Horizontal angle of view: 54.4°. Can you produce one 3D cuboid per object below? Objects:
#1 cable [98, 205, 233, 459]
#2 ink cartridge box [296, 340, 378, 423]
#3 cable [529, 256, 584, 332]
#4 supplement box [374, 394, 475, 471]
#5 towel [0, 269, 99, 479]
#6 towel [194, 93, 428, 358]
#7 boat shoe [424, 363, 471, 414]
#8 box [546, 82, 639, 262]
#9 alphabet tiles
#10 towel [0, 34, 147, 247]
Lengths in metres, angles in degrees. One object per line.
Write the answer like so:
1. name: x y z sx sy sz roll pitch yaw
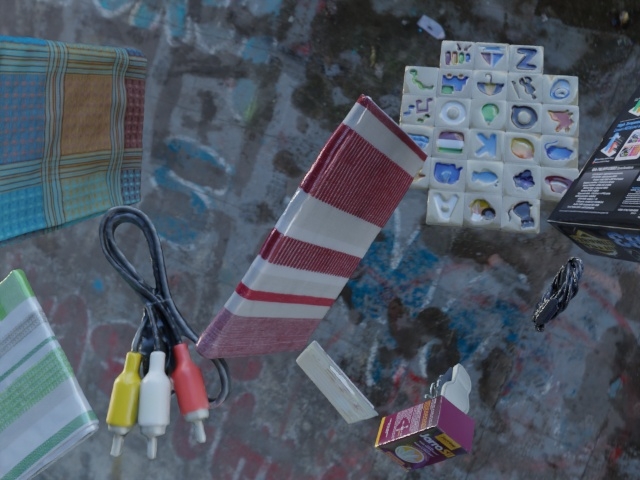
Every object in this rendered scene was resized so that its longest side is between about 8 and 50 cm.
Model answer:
1. cable: -0.180 0.094 0.709 0.140 0.072 0.287 -8 84 -7
2. ink cartridge box: 0.032 0.219 0.992 0.045 0.179 0.145 -38 81 -24
3. cable: 0.527 0.115 1.374 0.047 0.150 0.184 31 114 14
4. supplement box: 0.221 0.413 1.325 0.104 0.080 0.188 40 133 -14
5. towel: -0.247 0.115 0.501 0.113 0.023 0.152 -37 70 8
6. towel: 0.000 0.000 0.756 0.037 0.237 0.329 36 98 23
7. boat shoe: 0.331 0.401 1.623 0.079 0.254 0.095 -37 92 23
8. box: 0.364 -0.109 0.504 0.073 0.295 0.293 37 86 -13
9. alphabet tiles: 0.271 -0.177 1.013 0.285 0.011 0.342 6 71 8
10. towel: -0.366 -0.149 0.905 0.040 0.370 0.271 12 107 15
